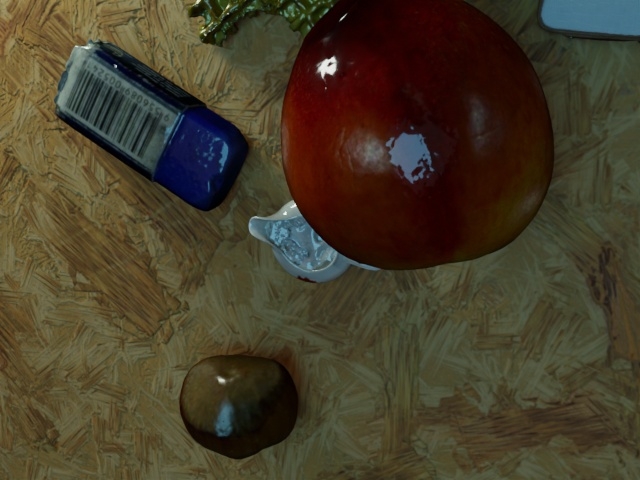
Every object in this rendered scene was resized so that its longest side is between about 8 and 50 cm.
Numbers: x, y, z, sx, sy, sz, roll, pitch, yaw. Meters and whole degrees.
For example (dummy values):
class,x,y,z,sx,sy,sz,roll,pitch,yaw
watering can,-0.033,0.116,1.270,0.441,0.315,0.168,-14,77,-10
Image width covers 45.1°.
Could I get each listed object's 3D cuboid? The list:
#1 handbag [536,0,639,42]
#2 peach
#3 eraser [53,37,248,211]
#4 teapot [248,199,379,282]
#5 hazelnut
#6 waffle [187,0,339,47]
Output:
class,x,y,z,sx,sy,sz,roll,pitch,yaw
handbag,0.394,-0.343,1.029,0.193,0.072,0.151,8,108,20
peach,0.120,-0.152,1.029,0.388,0.388,0.388,5,106,19
eraser,-0.285,-0.199,1.302,0.332,0.101,0.155,33,111,8
teapot,0.000,0.000,1.256,0.226,0.092,0.145,17,112,14
hazelnut,-0.144,0.297,1.342,0.210,0.186,0.210,0,95,5
waffle,-0.067,-0.394,1.186,0.293,0.069,0.260,18,111,13
